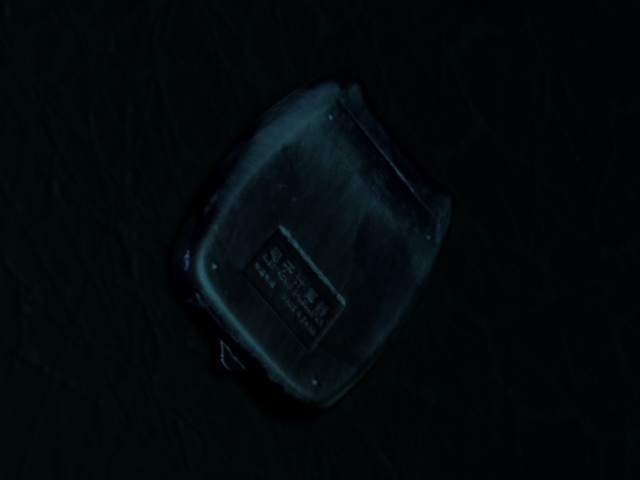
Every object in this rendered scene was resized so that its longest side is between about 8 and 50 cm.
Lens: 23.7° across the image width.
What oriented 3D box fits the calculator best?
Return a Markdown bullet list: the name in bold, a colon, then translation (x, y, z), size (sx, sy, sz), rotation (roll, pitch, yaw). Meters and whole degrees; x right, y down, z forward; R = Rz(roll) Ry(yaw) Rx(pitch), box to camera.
- **calculator**: translation (0.000, 0.000, 1.042), size (0.177, 0.040, 0.268), rotation (49, 50, -15)
